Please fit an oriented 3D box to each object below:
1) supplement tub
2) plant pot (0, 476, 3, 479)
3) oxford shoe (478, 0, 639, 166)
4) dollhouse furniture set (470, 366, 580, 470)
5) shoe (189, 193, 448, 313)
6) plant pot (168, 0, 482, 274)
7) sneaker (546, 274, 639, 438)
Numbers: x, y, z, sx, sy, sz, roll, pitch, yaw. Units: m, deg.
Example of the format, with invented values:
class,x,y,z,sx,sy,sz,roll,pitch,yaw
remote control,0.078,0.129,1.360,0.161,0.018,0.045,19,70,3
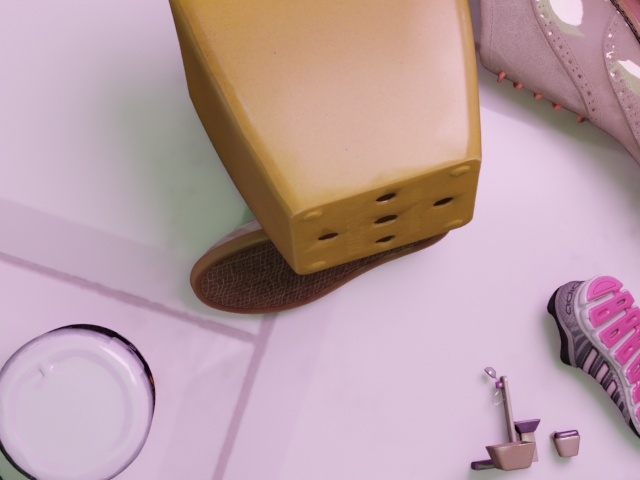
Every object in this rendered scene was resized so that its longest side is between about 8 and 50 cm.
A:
class,x,y,z,sx,sy,sz,roll,pitch,yaw
supplement tub,-0.183,0.121,1.376,0.117,0.190,0.117,0,90,-4
plant pot,-0.379,0.285,1.287,0.341,0.334,0.341,0,89,-5
oxford shoe,0.212,-0.150,1.459,0.146,0.140,0.397,-29,88,16
dollhouse furniture set,0.164,0.137,1.442,0.091,0.114,0.081,-8,85,-2
shoe,0.000,0.000,1.465,0.219,0.058,0.076,-18,121,-1
plant pot,0.021,-0.097,1.360,0.212,0.212,0.187,-18,71,-5
sneaker,0.238,0.095,1.477,0.063,0.075,0.170,-44,115,-21
